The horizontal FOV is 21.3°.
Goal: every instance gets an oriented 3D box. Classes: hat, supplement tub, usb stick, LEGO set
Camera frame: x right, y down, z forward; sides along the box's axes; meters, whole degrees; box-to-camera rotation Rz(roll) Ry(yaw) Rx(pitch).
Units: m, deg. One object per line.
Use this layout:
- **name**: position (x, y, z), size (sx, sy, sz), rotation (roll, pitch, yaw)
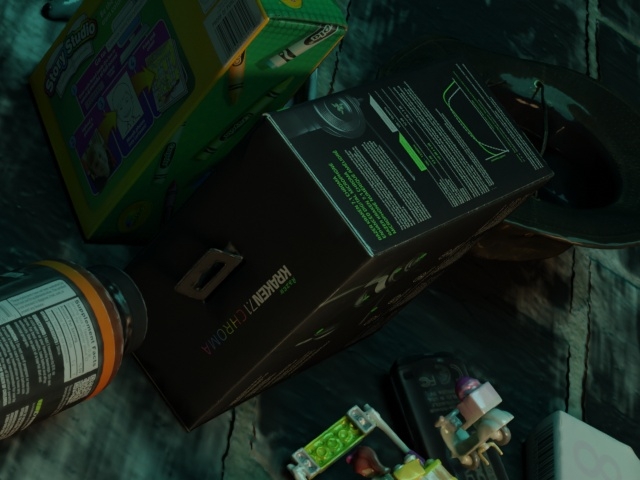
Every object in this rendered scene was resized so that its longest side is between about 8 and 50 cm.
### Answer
- **hat**: position (0.186, -0.055, 1.631), size (0.331, 0.134, 0.331), rotation (17, 34, -12)
- **supplement tub**: position (-0.208, 0.074, 1.161), size (0.106, 0.106, 0.198), rotation (53, 37, 11)
- **usb stick**: position (0.125, 0.216, 1.387), size (0.077, 0.045, 0.278), rotation (-3, 56, -26)
- **LEGO set**: position (0.012, 0.184, 1.257), size (0.107, 0.132, 0.287), rotation (47, 42, 17)

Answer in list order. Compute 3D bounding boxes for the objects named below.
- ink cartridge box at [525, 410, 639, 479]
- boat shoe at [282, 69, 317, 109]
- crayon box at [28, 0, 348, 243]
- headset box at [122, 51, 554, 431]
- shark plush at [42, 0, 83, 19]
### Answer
- **ink cartridge box**: position (0.281, 0.275, 1.473), size (0.232, 0.066, 0.189), rotation (25, 41, -19)
- **boat shoe**: position (-0.049, -0.168, 1.539), size (0.118, 0.103, 0.320), rotation (26, 41, -23)
- **crayon box**: position (-0.111, -0.142, 1.310), size (0.081, 0.278, 0.165), rotation (2, 55, -41)
- **headset box**: position (0.000, 0.000, 1.310), size (0.283, 0.246, 0.131), rotation (-24, 74, -50)
- **shark plush**: position (-0.180, -0.221, 1.496), size (0.161, 0.067, 0.073), rotation (23, 42, -26)
